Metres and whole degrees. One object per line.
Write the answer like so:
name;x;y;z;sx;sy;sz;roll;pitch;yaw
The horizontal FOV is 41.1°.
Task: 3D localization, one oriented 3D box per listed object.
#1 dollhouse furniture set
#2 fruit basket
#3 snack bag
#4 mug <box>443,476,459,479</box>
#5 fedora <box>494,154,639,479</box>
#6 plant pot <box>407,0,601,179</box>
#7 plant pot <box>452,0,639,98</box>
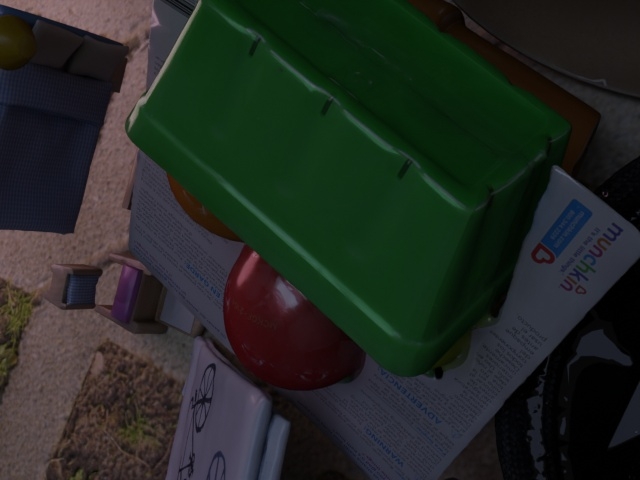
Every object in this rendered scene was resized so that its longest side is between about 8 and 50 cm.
dollhouse furniture set;-0.188;-0.036;0.789;0.198;0.303;0.287;19;96;32
fruit basket;0.000;0.000;0.579;0.327;0.165;0.353;40;147;16
snack bag;-0.107;0.263;0.748;0.342;0.037;0.323;-176;98;-74
mug;0.134;0.348;0.530;0.328;0.374;0.276;36;68;23
fedora;0.277;0.096;0.529;0.334;0.152;0.334;-3;83;32
plant pot;0.110;-0.076;0.685;0.187;0.205;0.205;24;99;15
plant pot;0.244;-0.280;0.598;0.256;0.256;0.274;25;85;31
